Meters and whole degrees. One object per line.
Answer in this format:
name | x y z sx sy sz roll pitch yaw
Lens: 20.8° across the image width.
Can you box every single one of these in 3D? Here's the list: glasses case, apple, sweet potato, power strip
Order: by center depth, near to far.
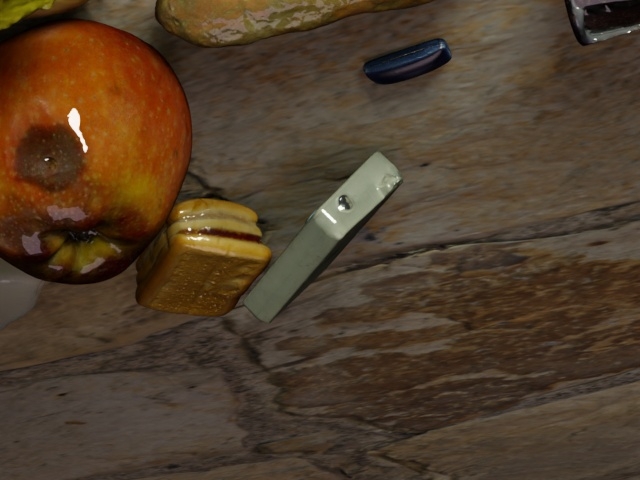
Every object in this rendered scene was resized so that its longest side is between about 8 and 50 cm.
sweet potato | -0.004 -0.211 1.459 0.273 0.075 0.075 -10 156 -2
apple | -0.218 -0.073 1.537 0.230 0.230 0.230 -5 155 -2
glasses case | 0.083 -0.163 1.629 0.083 0.023 0.033 -15 152 21
power strip | 0.000 0.000 1.864 0.118 0.046 0.270 -42 176 -33

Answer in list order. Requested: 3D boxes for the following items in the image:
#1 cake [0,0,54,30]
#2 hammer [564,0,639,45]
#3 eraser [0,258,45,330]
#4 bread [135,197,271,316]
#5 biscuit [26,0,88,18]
cake | -0.297 -0.223 1.218 0.260 0.156 0.179 -27 159 -10
hammer | 0.367 -0.193 1.579 0.242 0.095 0.409 -13 160 15
eraser | -0.477 0.021 1.761 0.331 0.150 0.331 -4 154 -2
bread | -0.132 0.022 1.922 0.116 0.077 0.200 2 156 -20
biscuit | -0.316 -0.216 1.402 0.299 0.045 0.154 -5 157 -1
